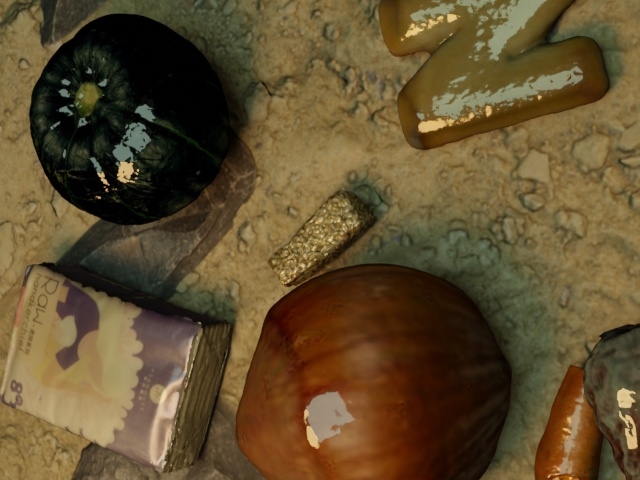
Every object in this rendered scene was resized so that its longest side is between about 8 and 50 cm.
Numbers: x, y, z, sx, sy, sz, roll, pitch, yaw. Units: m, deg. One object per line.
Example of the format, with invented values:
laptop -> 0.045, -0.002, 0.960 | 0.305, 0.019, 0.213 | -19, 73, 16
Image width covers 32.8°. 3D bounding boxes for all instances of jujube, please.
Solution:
jujube -> 0.441, 0.231, 1.281 | 0.226, 0.226, 0.317 | -31, 72, 22

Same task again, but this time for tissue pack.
tissue pack -> -0.327, 0.189, 1.691 | 0.343, 0.125, 0.242 | 17, 98, 24

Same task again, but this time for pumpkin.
pumpkin -> -0.272, -0.172, 1.610 | 0.315, 0.238, 0.315 | -8, 69, 22

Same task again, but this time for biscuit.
biscuit -> 0.000, 0.000, 1.561 | 0.168, 0.082, 0.070 | -43, 71, 20
biscuit -> 0.226, -0.264, 1.466 | 0.290, 0.062, 0.237 | -12, 84, 23

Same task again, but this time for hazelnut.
hazelnut -> 0.070, 0.209, 1.423 | 0.372, 0.315, 0.373 | -1, 101, -6

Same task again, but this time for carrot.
carrot -> 0.327, 0.260, 1.413 | 0.087, 0.087, 0.194 | 8, 88, 25
